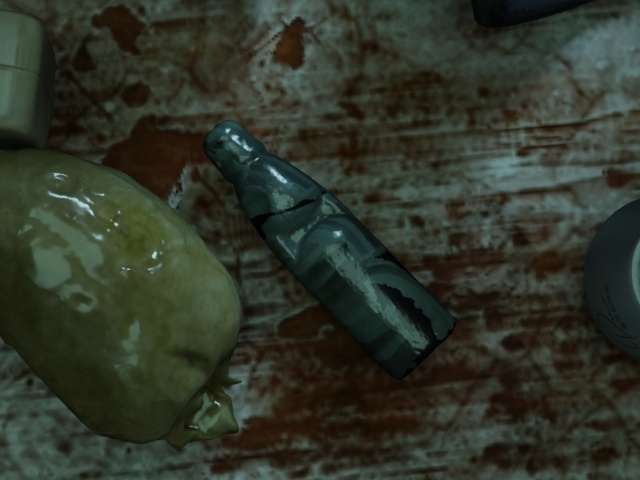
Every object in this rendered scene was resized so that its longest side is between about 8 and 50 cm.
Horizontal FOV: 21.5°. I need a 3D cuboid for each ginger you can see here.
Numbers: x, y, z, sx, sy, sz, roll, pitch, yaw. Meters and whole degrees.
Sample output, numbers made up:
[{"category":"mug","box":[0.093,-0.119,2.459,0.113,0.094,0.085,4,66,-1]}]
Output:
[{"category":"ginger","box":[-0.152,0.030,1.088,0.267,0.152,0.138,35,54,4]}]

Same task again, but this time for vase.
[{"category":"vase","box":[0.000,0.000,1.138,0.060,0.060,0.211,-43,88,-7]}]

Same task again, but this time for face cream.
[{"category":"face cream","box":[0.238,0.025,1.131,0.117,0.104,0.117,0,86,-3]}]

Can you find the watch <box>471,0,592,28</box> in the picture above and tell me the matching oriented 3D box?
[{"category":"watch","box":[0.222,-0.277,1.045,0.327,0.335,0.314,-24,87,-16]}]

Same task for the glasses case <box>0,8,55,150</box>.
[{"category":"glasses case","box":[-0.343,-0.117,1.080,0.337,0.144,0.076,7,84,-5]}]
